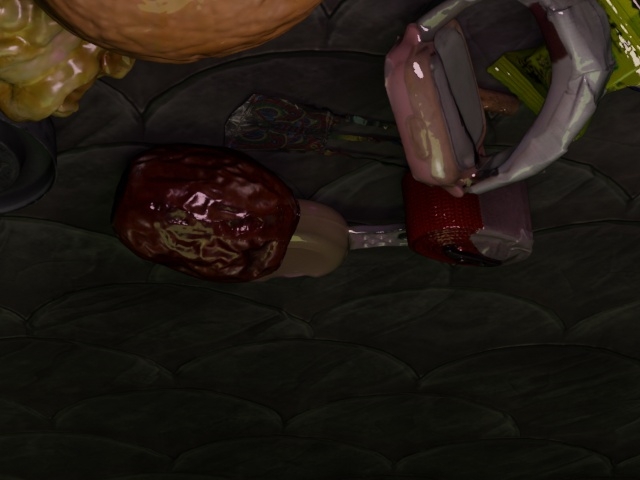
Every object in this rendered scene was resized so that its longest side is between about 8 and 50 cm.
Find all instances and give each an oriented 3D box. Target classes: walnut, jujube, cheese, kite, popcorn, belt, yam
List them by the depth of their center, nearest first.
[{"bbox_3d":[-0.121,-0.315,1.567,0.333,0.332,0.333,-1,153,0],"label":"walnut"},{"bbox_3d":[-0.282,-0.249,1.766,0.212,0.259,0.259,-30,146,13],"label":"popcorn"},{"bbox_3d":[0.179,-0.180,2.140,0.145,0.032,0.032,10,152,-22],"label":"yam"},{"bbox_3d":[0.018,-0.136,2.246,0.286,0.015,0.152,10,154,-15],"label":"kite"},{"bbox_3d":[-0.149,-0.037,2.276,0.243,0.183,0.183,17,150,-12],"label":"jujube"},{"bbox_3d":[0.202,-0.024,2.332,0.201,0.124,0.128,12,155,-37],"label":"belt"},{"bbox_3d":[0.000,0.000,2.441,0.286,0.082,0.163,-1,154,-2],"label":"cheese"}]

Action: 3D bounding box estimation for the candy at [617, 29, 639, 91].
[{"bbox_3d":[0.415,-0.243,1.971,0.145,0.070,0.275,9,153,-15],"label":"candy"}]

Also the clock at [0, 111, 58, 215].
[{"bbox_3d":[-0.491,-0.121,2.207,0.313,0.061,0.312,0,153,0],"label":"clock"}]

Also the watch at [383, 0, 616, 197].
[{"bbox_3d":[0.212,-0.188,1.940,0.241,0.161,0.253,-6,117,24],"label":"watch"}]

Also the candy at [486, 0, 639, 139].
[{"bbox_3d":[0.302,-0.201,2.004,0.149,0.069,0.246,50,150,1],"label":"candy"}]
